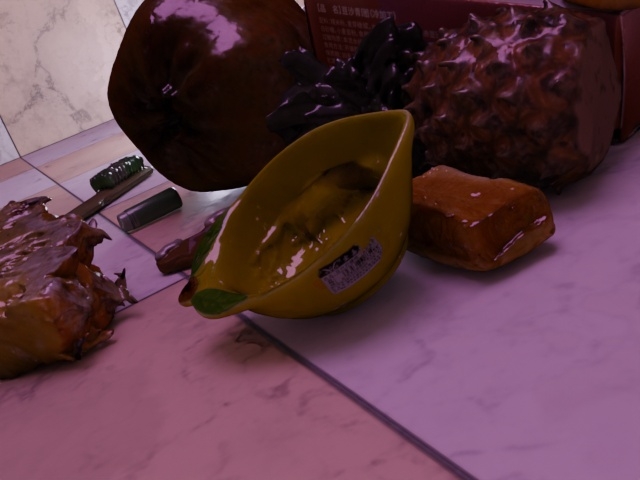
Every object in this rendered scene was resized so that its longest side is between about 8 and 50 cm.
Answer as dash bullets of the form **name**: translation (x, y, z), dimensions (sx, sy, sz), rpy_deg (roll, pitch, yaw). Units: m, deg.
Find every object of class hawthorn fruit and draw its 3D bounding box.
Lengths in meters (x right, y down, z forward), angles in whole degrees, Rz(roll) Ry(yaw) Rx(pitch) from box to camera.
- **hawthorn fruit**: translation (-0.112, -0.212, 0.971), dimensions (0.267, 0.268, 0.301), rpy_deg (-8, 21, 32)

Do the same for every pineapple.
- **pineapple**: translation (-0.270, 0.045, 0.668), dimensions (0.186, 0.115, 0.236), rpy_deg (-25, 22, -14)
- **pineapple**: translation (0.088, -0.111, 0.646), dimensions (0.310, 0.170, 0.141), rpy_deg (6, 46, 38)

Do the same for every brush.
- **brush**: translation (-0.358, -0.074, 1.194), dimensions (0.054, 0.048, 0.282), rpy_deg (-15, 21, 25)

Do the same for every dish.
- **dish**: translation (0.000, 0.000, 0.524), dimensions (0.207, 0.080, 0.149), rpy_deg (-38, 32, 16)

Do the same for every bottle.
- **bottle**: translation (-0.222, -0.040, 0.974), dimensions (0.083, 0.030, 0.030), rpy_deg (-29, 20, -22)

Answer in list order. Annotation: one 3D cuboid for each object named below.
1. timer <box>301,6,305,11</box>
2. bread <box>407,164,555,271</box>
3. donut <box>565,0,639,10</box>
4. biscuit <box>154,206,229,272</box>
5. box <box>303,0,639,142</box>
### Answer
- **timer**: translation (-0.049, -0.293, 1.277), dimensions (0.262, 0.087, 0.237), rpy_deg (-43, -6, -48)
- **bread**: translation (0.102, -0.016, 0.536), dimensions (0.074, 0.053, 0.132), rpy_deg (-31, 21, -18)
- **donut**: translation (0.244, -0.220, 0.601), dimensions (0.108, 0.043, 0.097), rpy_deg (-27, 37, -28)
- **biscuit**: translation (-0.062, -0.007, 0.721), dimensions (0.205, 0.031, 0.138), rpy_deg (2, 29, 46)
- **box**: translation (0.236, -0.265, 0.820), dimensions (0.344, 0.122, 0.385), rpy_deg (-34, 38, -30)
